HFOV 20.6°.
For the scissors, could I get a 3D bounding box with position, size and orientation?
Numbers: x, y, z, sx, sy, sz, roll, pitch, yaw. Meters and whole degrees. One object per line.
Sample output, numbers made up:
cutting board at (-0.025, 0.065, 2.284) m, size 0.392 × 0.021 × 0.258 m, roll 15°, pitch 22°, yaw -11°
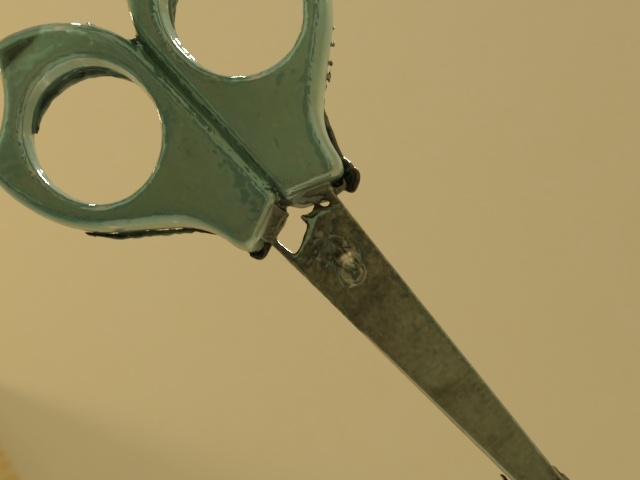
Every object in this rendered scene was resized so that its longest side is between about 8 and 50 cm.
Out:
scissors at (0.000, 0.000, 0.811) m, size 0.191 × 0.029 × 0.360 m, roll -43°, pitch -102°, yaw 2°
